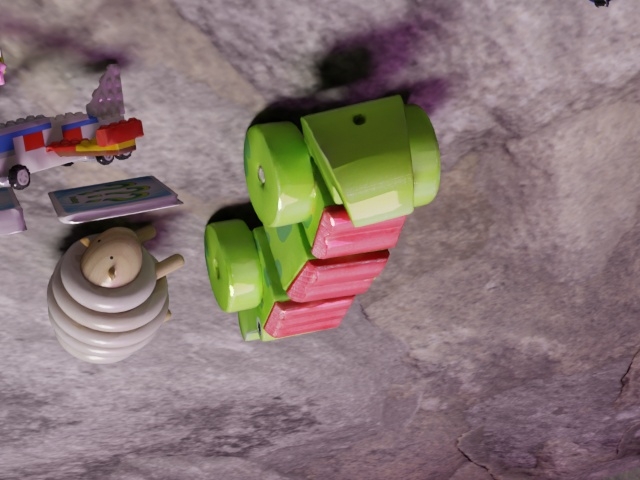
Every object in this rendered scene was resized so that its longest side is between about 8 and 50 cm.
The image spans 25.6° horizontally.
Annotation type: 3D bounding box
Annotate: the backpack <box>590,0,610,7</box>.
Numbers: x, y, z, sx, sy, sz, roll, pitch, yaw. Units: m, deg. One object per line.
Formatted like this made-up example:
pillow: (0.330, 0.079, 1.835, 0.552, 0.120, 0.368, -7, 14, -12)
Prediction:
backpack: (0.144, -0.184, 0.616, 0.101, 0.098, 0.120, -29, 157, -30)

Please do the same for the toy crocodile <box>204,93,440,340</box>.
toy crocodile: (0.000, 0.000, 0.935, 0.115, 0.105, 0.340, -9, 157, -19)

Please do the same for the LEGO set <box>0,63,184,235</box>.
LEGO set: (-0.174, -0.039, 0.669, 0.182, 0.060, 0.244, -10, -169, -12)

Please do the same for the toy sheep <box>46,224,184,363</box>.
toy sheep: (-0.143, 0.040, 0.958, 0.091, 0.091, 0.132, -8, 138, -21)

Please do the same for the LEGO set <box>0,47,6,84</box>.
LEGO set: (-0.184, -0.081, 0.569, 0.107, 0.132, 0.287, -14, 158, -10)
